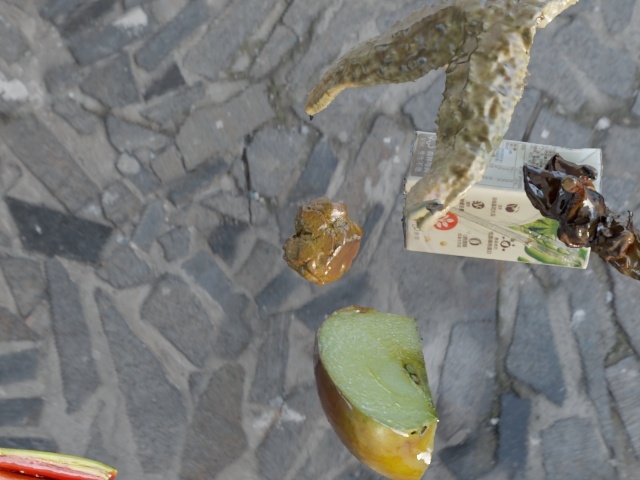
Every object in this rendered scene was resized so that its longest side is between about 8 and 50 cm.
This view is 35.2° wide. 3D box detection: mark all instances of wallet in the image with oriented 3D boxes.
[{"bbox_3d":[-0.322,0.276,1.055,0.141,0.241,0.067,20,57,-25],"label":"wallet"}]

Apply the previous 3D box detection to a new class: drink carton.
[{"bbox_3d":[0.310,-0.070,1.748,0.325,0.194,0.132,7,53,10],"label":"drink carton"}]

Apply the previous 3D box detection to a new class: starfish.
[{"bbox_3d":[0.134,-0.217,1.118,0.324,0.082,0.432,24,73,44],"label":"starfish"}]

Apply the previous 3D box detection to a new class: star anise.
[{"bbox_3d":[0.254,-0.033,0.988,0.073,0.234,0.177,-46,36,5],"label":"star anise"}]

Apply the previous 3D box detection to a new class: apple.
[{"bbox_3d":[0.093,0.238,1.643,0.179,0.346,0.254,-17,119,9],"label":"apple"}]

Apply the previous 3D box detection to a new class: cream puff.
[{"bbox_3d":[0.000,0.000,1.373,0.094,0.122,0.116,35,48,18],"label":"cream puff"}]
